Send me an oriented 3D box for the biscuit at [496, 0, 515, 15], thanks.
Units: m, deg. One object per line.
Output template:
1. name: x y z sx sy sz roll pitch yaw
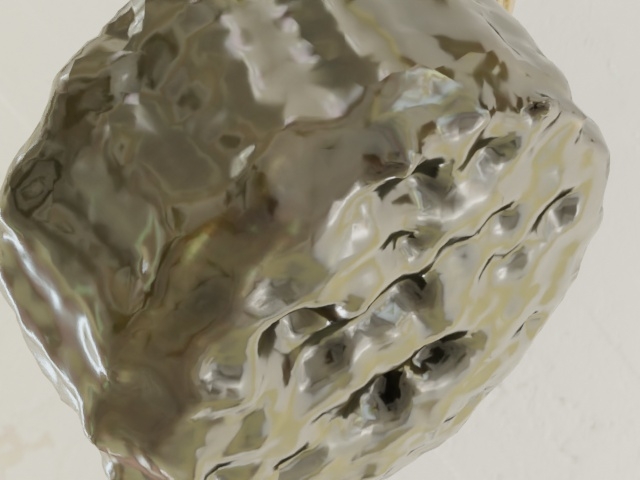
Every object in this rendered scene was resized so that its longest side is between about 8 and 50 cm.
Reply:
1. biscuit: 0.122 -0.197 0.877 0.040 0.144 0.236 9 -93 13

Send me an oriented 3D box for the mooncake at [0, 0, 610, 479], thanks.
1. mooncake: 0.000 0.000 0.483 0.124 0.228 0.228 46 -48 29
